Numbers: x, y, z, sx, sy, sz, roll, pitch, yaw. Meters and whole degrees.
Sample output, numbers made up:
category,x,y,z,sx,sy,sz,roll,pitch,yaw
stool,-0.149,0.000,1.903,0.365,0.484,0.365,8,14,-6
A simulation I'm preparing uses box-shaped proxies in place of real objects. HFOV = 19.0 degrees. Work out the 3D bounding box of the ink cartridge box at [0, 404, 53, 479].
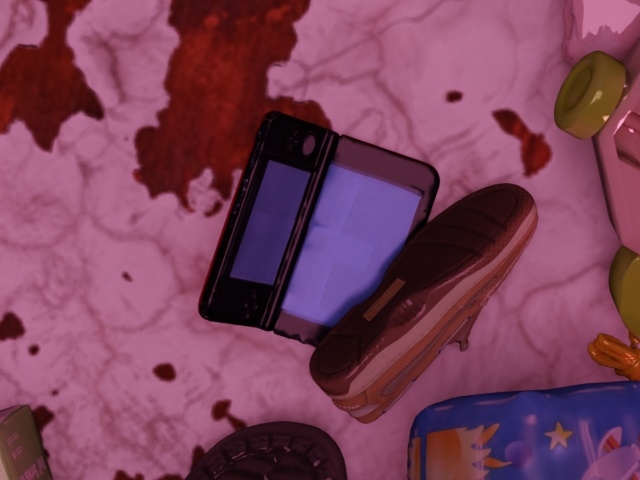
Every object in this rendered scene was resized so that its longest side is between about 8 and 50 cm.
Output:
category,x,y,z,sx,sy,sz,roll,pitch,yaw
ink cartridge box,-0.243,0.310,1.263,0.207,0.119,0.353,-18,93,1

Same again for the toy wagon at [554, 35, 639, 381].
category,x,y,z,sx,sy,sz,roll,pitch,yaw
toy wagon,0.281,-0.057,1.228,0.267,0.068,0.344,26,111,-16

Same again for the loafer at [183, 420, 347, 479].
category,x,y,z,sx,sy,sz,roll,pitch,yaw
loafer,-0.049,0.302,1.266,0.134,0.130,0.365,7,78,18

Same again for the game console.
category,x,y,z,sx,sy,sz,roll,pitch,yaw
game console,0.000,0.000,1.265,0.085,0.124,0.144,20,93,27

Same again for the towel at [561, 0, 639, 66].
category,x,y,z,sx,sy,sz,roll,pitch,yaw
towel,0.321,-0.273,1.260,0.332,0.053,0.316,-2,92,1

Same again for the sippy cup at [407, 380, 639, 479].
category,x,y,z,sx,sy,sz,roll,pitch,yaw
sippy cup,0.149,0.206,1.210,0.240,0.305,0.224,-12,80,31

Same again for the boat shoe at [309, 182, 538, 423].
category,x,y,z,sx,sy,sz,roll,pitch,yaw
boat shoe,0.078,0.044,1.279,0.190,0.068,0.072,-42,125,-2
